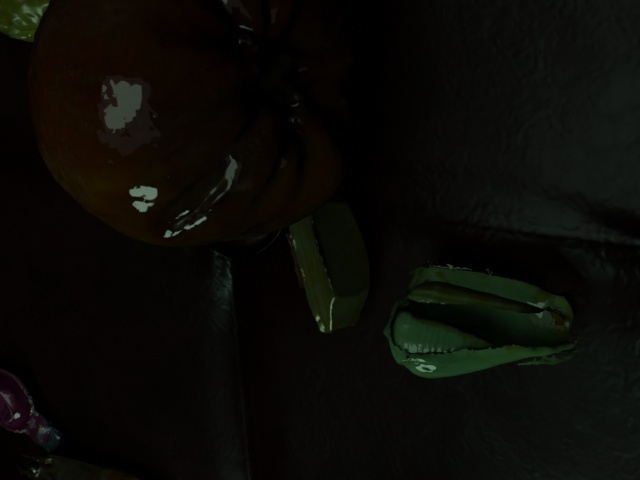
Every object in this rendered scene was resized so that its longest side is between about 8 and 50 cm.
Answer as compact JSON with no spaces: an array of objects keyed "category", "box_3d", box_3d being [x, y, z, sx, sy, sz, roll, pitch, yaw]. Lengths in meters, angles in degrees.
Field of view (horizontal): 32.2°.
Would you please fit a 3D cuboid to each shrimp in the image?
[{"category":"shrimp","box_3d":[-0.266,0.325,1.336,0.251,0.052,0.143,18,120,29]}]

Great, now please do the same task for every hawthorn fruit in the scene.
[{"category":"hawthorn fruit","box_3d":[-0.119,-0.130,0.917,0.298,0.277,0.277,14,116,45]}]

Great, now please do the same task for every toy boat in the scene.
[{"category":"toy boat","box_3d":[0.000,0.000,1.010,0.066,0.065,0.172,-1,105,57]}]

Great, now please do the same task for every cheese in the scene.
[{"category":"cheese","box_3d":[-0.376,0.211,1.379,0.145,0.038,0.095,39,128,10]}]

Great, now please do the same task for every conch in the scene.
[{"category":"conch","box_3d":[0.131,0.062,0.936,0.170,0.079,0.106,-6,111,21]}]

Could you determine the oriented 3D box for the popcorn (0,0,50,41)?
[{"category":"popcorn","box_3d":[-0.255,-0.283,1.023,0.212,0.198,0.198,-138,43,-61]}]
